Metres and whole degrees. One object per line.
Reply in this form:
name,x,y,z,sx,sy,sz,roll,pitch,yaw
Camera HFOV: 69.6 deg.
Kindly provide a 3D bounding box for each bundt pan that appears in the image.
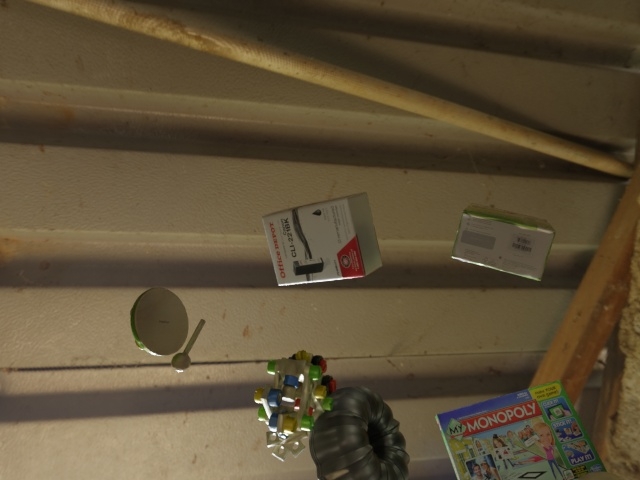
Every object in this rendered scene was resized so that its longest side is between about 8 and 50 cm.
bundt pan,0.119,0.528,1.193,0.124,0.331,0.331,-32,-71,24

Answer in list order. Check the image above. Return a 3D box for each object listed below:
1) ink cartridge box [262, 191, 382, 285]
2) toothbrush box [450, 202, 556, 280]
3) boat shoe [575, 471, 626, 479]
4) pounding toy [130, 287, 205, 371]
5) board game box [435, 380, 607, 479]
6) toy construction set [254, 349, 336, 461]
ink cartridge box,0.000,0.000,1.198,0.114,0.272,0.197,-22,-80,-55
toothbrush box,0.461,-0.009,1.169,0.206,0.283,0.122,16,-78,21
boat shoe,0.200,0.174,0.259,0.132,0.042,0.049,26,-73,-15
pounding toy,-0.448,0.244,1.262,0.110,0.183,0.237,-17,-47,26
board game box,0.461,0.479,1.085,0.316,0.046,0.214,-15,-121,-1
toy construction set,-0.051,0.377,1.046,0.150,0.328,0.215,10,-129,8
